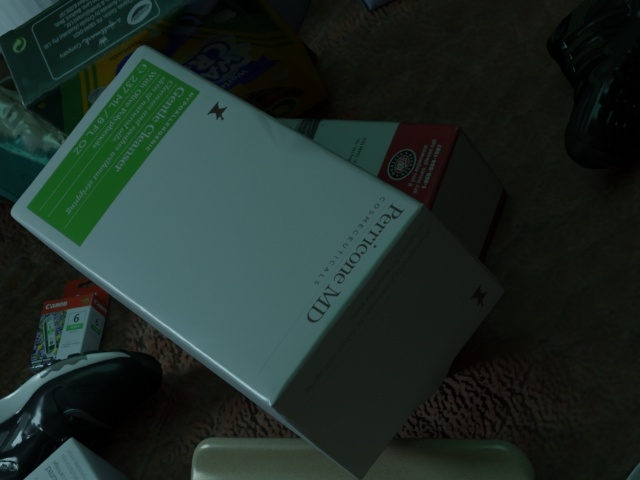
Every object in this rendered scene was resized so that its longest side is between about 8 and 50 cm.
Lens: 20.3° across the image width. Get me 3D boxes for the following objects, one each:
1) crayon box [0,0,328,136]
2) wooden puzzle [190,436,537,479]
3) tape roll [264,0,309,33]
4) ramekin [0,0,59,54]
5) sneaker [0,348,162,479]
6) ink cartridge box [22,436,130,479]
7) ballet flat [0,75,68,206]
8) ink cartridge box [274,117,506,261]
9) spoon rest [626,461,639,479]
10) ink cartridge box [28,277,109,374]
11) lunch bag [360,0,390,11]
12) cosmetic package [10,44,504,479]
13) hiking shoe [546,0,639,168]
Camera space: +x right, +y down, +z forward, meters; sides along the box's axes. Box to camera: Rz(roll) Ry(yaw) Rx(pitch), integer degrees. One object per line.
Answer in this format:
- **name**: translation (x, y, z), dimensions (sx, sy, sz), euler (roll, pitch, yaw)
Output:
- **crayon box**: translation (-0.128, -0.152, 1.681), dimensions (0.203, 0.323, 0.083), euler (-31, 66, 11)
- **wooden puzzle**: translation (0.005, 0.329, 1.393), dimensions (0.322, 0.080, 0.348), euler (-4, 61, 32)
- **tape roll**: translation (-0.121, -0.255, 1.899), dimensions (0.219, 0.072, 0.219), euler (-18, 50, 22)
- **ramekin**: translation (-0.310, -0.346, 2.049), dimensions (0.272, 0.127, 0.273), euler (-18, 50, 22)
- **sneaker**: translation (-0.256, 0.202, 1.653), dimensions (0.283, 0.107, 0.124), euler (-27, 62, 19)
- **ink cartridge box**: translation (-0.241, 0.303, 1.556), dimensions (0.212, 0.093, 0.154), euler (-42, 46, 2)
- **ballet flat**: translation (-0.366, -0.128, 1.828), dimensions (0.409, 0.147, 0.147), euler (24, 68, -1)
- **ink cartridge box**: translation (0.000, 0.000, 1.603), dimensions (0.272, 0.114, 0.197), euler (6, 63, 35)
- **spoon rest**: translation (0.240, 0.241, 1.293), dimensions (0.276, 0.084, 0.137), euler (-47, 46, -4)
- **ink cartridge box**: translation (-0.245, 0.079, 1.765), dimensions (0.062, 0.029, 0.115), euler (-10, 54, 28)
- **lunch bag**: translation (0.058, -0.281, 1.792), dimensions (0.071, 0.083, 0.053), euler (-23, 49, 19)
- **cosmetic package**: translation (-0.058, 0.009, 1.452), dimensions (0.365, 0.155, 0.197), euler (30, 80, 42)
- **hiking shoe**: translation (0.251, -0.152, 1.587), dimensions (0.114, 0.086, 0.227), euler (-7, 48, 46)
